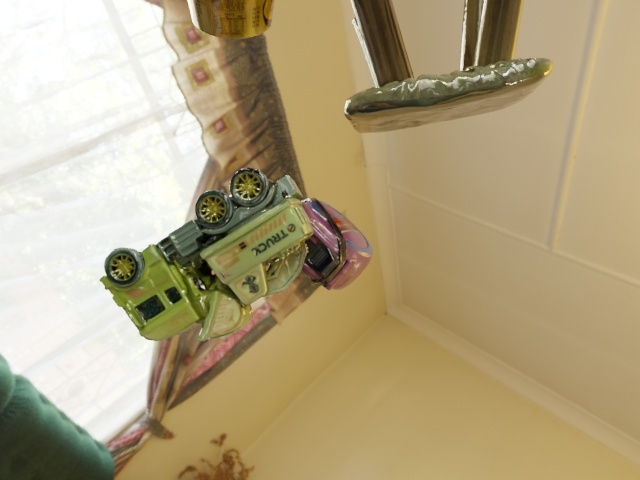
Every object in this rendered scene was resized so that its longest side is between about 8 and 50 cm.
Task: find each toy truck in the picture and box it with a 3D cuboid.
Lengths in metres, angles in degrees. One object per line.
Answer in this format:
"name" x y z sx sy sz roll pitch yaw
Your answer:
"toy truck" -0.088 0.023 0.421 0.116 0.191 0.085 58 2 4

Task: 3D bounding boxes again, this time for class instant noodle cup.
"instant noodle cup" -0.120 -0.358 0.616 0.151 0.151 0.122 38 -32 25

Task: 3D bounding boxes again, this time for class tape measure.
"tape measure" 0.000 0.000 0.551 0.125 0.074 0.118 48 18 16

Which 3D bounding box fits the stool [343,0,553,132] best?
"stool" 0.184 -0.316 0.759 0.310 0.310 0.226 -41 122 -80
